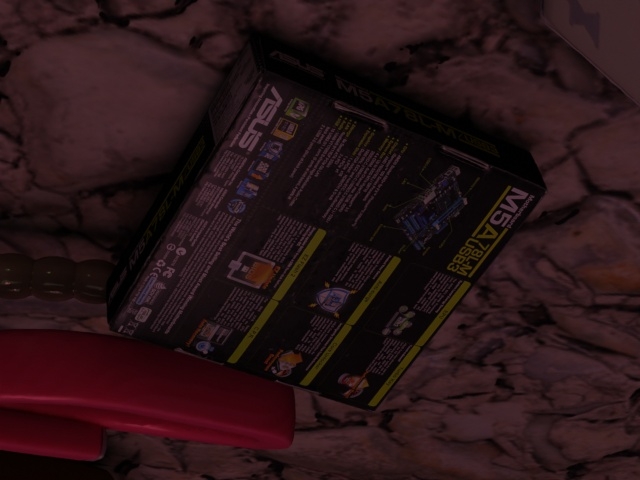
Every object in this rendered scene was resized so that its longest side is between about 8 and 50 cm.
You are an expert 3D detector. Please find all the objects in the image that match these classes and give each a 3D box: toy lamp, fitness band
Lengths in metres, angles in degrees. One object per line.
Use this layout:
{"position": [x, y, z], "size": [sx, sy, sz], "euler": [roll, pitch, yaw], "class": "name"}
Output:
{"position": [-0.233, 0.019, 0.790], "size": [0.275, 0.080, 0.080], "euler": [6, 145, -7], "class": "toy lamp"}
{"position": [-0.148, 0.110, 0.865], "size": [0.209, 0.054, 0.291], "euler": [-11, 160, 38], "class": "fitness band"}

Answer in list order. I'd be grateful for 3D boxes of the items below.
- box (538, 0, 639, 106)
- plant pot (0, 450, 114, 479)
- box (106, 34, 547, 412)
{"position": [0.220, -0.147, 0.363], "size": [0.311, 0.121, 0.148], "euler": [-30, 145, -13], "class": "box"}
{"position": [-0.292, 0.247, 1.020], "size": [0.254, 0.237, 0.237], "euler": [1, 148, -25], "class": "plant pot"}
{"position": [0.000, 0.000, 0.732], "size": [0.184, 0.045, 0.190], "euler": [18, 122, -26], "class": "box"}
